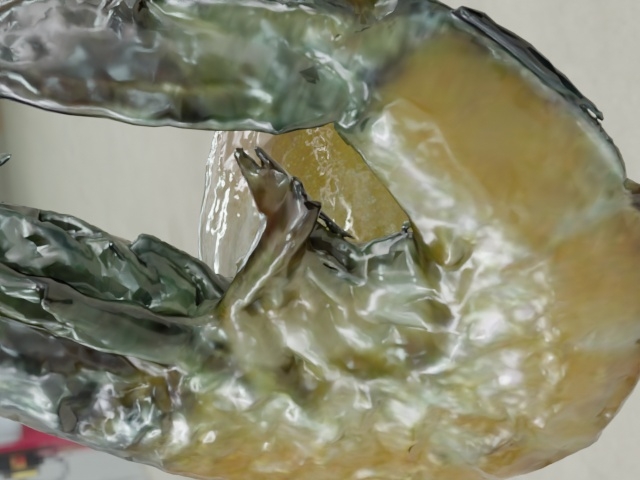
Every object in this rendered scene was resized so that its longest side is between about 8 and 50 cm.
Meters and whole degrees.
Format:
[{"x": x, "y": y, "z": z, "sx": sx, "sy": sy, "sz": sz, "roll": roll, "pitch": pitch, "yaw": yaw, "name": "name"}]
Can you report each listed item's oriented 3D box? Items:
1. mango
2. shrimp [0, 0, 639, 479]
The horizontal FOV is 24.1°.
[{"x": 0.000, "y": 0.000, "z": 0.949, "sx": 0.193, "sy": 0.146, "sz": 0.316, "roll": -23, "pitch": 75, "yaw": 48, "name": "mango"}, {"x": -0.082, "y": -0.005, "z": 0.561, "sx": 0.272, "sy": 0.445, "sz": 0.085, "roll": 108, "pitch": 172, "yaw": -48, "name": "shrimp"}]
